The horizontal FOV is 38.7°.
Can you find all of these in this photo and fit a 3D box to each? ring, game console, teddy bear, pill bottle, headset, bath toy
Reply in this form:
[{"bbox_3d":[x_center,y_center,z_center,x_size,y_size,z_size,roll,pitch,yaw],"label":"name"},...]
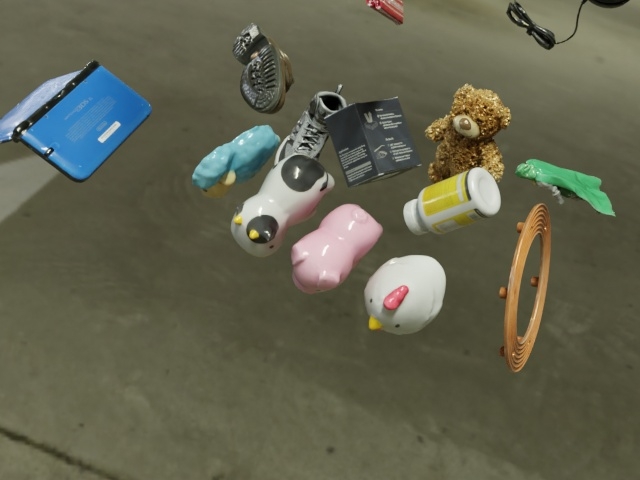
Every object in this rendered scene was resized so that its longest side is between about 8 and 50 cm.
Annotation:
[{"bbox_3d":[0.401,0.092,1.791,0.032,0.336,0.336,8,19,25],"label":"ring"},{"bbox_3d":[-0.558,-0.245,1.978,0.250,0.173,0.293,38,48,-6],"label":"game console"},{"bbox_3d":[0.354,-0.224,2.281,0.113,0.338,0.245,-14,70,-25],"label":"teddy bear"},{"bbox_3d":[0.262,-0.072,1.841,0.184,0.103,0.103,-21,-3,39],"label":"pill bottle"},{"bbox_3d":[0.567,-0.561,1.842,0.185,0.394,0.243,42,18,6],"label":"headset"},{"bbox_3d":[0.000,0.000,1.168,0.348,0.151,0.129,39,15,11],"label":"bath toy"}]

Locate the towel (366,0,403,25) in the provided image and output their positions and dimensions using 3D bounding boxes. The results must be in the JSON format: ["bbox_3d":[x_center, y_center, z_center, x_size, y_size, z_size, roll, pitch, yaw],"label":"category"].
[{"bbox_3d":[0.114,-0.546,1.669,0.031,0.274,0.199,-2,4,19],"label":"towel"}]

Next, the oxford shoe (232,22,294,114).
[{"bbox_3d":[-0.075,-0.260,1.439,0.096,0.083,0.227,38,25,-32],"label":"oxford shoe"}]

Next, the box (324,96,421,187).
[{"bbox_3d":[0.111,-0.206,1.901,0.093,0.158,0.156,-21,-3,42],"label":"box"}]

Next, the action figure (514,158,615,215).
[{"bbox_3d":[0.502,-0.119,1.911,0.232,0.063,0.137,18,31,-26],"label":"action figure"}]

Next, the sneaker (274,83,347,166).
[{"bbox_3d":[-0.019,-0.252,2.130,0.101,0.153,0.268,28,62,-7],"label":"sneaker"}]
